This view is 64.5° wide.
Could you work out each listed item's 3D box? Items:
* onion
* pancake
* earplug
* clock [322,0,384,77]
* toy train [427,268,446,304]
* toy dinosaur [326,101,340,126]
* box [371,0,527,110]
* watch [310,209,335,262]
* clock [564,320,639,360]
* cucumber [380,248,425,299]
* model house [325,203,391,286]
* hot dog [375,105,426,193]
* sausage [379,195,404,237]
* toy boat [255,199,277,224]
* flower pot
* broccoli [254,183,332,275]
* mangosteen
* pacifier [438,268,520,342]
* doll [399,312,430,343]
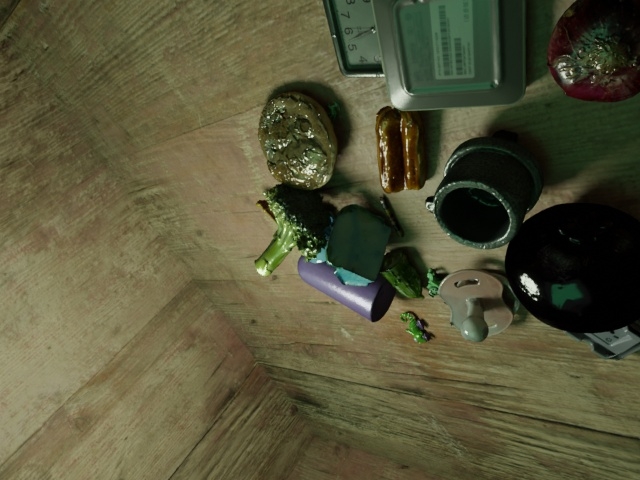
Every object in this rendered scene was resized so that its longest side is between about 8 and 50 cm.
[{"bbox_3d":[0.615,-0.422,1.085,0.246,0.190,0.247,9,131,11],"label":"onion"},{"bbox_3d":[-0.086,-0.360,1.863,0.386,0.082,0.387,22,125,35],"label":"pancake"},{"bbox_3d":[0.094,0.172,2.234,0.455,0.215,0.215,23,142,29],"label":"earplug"},{"bbox_3d":[0.147,-0.603,1.449,0.278,0.049,0.274,12,137,34],"label":"clock"},{"bbox_3d":[0.474,0.184,1.980,0.149,0.099,0.081,27,109,10],"label":"toy train"},{"bbox_3d":[0.049,-0.440,1.752,0.062,0.021,0.083,-19,114,38],"label":"toy dinosaur"},{"bbox_3d":[0.328,-0.513,1.296,0.372,0.091,0.368,3,132,26],"label":"box"},{"bbox_3d":[0.000,0.000,2.124,0.210,0.193,0.211,22,143,18],"label":"watch"},{"bbox_3d":[0.925,0.283,1.658,0.253,0.083,0.186,34,145,10],"label":"clock"},{"bbox_3d":[0.343,0.155,2.049,0.244,0.134,0.134,49,145,-19],"label":"cucumber"},{"bbox_3d":[0.121,0.027,1.998,0.225,0.262,0.241,22,162,-6],"label":"model house"},{"bbox_3d":[0.257,-0.293,1.629,0.158,0.117,0.349,-4,139,11],"label":"hot dog"},{"bbox_3d":[0.271,-0.087,1.924,0.028,0.025,0.198,-1,129,47],"label":"sausage"},{"bbox_3d":[-0.151,-0.076,2.237,0.318,0.141,0.099,47,123,1],"label":"toy boat"},{"bbox_3d":[0.473,-0.139,1.455,0.298,0.283,0.299,22,142,19],"label":"flower pot"},{"bbox_3d":[-0.143,-0.065,2.064,0.274,0.353,0.397,28,146,-16],"label":"broccoli"},{"bbox_3d":[0.718,0.100,1.415,0.381,0.382,0.435,16,147,32],"label":"mangosteen"},{"bbox_3d":[0.568,0.247,1.852,0.220,0.273,0.332,18,142,55],"label":"pacifier"},{"bbox_3d":[0.423,0.396,2.293,0.115,0.050,0.190,-9,121,40],"label":"doll"}]
